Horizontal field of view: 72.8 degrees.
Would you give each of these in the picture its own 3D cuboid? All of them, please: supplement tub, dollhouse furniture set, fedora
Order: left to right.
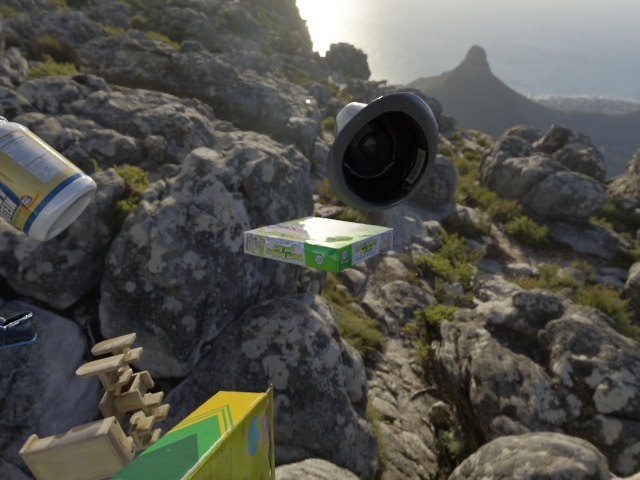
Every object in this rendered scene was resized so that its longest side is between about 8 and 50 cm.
[{"bbox_3d":[-0.518,-0.110,0.753,0.199,0.144,0.144,40,32,-13],"label":"supplement tub"},{"bbox_3d":[-0.449,0.357,0.888,0.160,0.212,0.242,-15,21,1],"label":"dollhouse furniture set"},{"bbox_3d":[0.108,-0.189,0.881,0.275,0.243,0.124,35,15,-45],"label":"fedora"}]

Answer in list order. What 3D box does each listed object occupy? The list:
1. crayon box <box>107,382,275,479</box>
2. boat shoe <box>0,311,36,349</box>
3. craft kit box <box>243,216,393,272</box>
[{"bbox_3d":[-0.135,0.325,0.545,0.081,0.202,0.318,-1,-2,11],"label":"crayon box"},{"bbox_3d":[-0.810,0.219,1.051,0.108,0.089,0.258,2,-3,0],"label":"boat shoe"},{"bbox_3d":[0.000,0.000,0.983,0.249,0.061,0.246,9,18,33],"label":"craft kit box"}]
